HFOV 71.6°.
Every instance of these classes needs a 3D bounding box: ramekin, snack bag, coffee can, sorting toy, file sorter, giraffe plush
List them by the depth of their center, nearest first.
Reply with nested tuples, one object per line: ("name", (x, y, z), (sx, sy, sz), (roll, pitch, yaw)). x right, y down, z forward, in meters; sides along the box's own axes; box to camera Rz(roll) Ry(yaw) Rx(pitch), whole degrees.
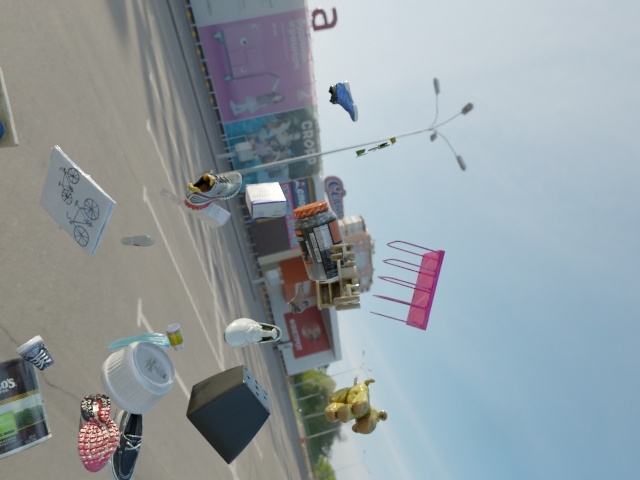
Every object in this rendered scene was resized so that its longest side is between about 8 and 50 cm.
("ramekin", (-0.541, 0.404, 1.347), (0.207, 0.109, 0.207), (50, 10, -12))
("coffee can", (-0.989, 0.525, 1.398), (0.201, 0.202, 0.275), (124, -51, -79))
("sorting toy", (-1.142, -0.416, 1.407), (0.089, 0.256, 0.256), (-131, -146, -77))
("giraffe plush", (0.137, 0.600, 1.551), (0.210, 0.182, 0.170), (-39, 105, -52))
("file sorter", (0.310, 0.160, 1.643), (0.202, 0.183, 0.290), (130, -24, -82))
("snack bag", (-0.973, -0.150, 1.758), (0.343, 0.037, 0.323), (42, -58, 8))

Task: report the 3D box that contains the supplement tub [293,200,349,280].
("supplement tub", (0.000, 0.000, 2.038), (0.207, 0.207, 0.337), (-143, -144, -77))

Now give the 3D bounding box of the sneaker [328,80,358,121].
("sneaker", (0.075, -0.481, 1.561), (0.058, 0.085, 0.151), (157, -84, -80))

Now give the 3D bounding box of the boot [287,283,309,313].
("boot", (-0.107, 0.265, 1.968), (0.118, 0.087, 0.042), (65, -8, -1))

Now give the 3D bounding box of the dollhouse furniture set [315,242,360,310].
("dollhouse furniture set", (0.056, 0.159, 1.637), (0.242, 0.161, 0.211), (77, 7, -61))

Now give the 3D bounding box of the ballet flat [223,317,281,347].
("ballet flat", (-0.312, 0.449, 2.167), (0.400, 0.139, 0.139), (25, 45, -65))

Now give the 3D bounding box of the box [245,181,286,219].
("box", (-0.198, -0.144, 1.604), (0.137, 0.126, 0.072), (-117, -155, -48))

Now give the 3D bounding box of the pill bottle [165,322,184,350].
("pill bottle", (-0.450, 0.302, 1.382), (0.043, 0.044, 0.083), (-121, -159, -64))

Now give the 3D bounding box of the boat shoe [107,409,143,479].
("boat shoe", (-0.769, 0.816, 1.787), (0.108, 0.102, 0.301), (32, 37, -38))

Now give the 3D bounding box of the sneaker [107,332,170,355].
("sneaker", (-0.666, 0.408, 1.656), (0.087, 0.229, 0.092), (-77, 157, -70))

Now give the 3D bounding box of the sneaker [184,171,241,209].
("sneaker", (-0.348, -0.181, 1.481), (0.088, 0.225, 0.092), (36, -45, 18))

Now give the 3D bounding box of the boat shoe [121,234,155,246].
("boat shoe", (-0.696, 0.002, 1.703), (0.038, 0.126, 0.046), (-131, -142, -86))

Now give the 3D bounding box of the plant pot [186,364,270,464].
("plant pot", (-0.246, 0.471, 1.261), (0.188, 0.167, 0.187), (56, -4, -11))

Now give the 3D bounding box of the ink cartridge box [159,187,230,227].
("ink cartridge box", (-0.449, -0.130, 1.584), (0.232, 0.066, 0.189), (39, -16, -19))

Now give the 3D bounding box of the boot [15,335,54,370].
("boot", (-0.822, 0.333, 1.297), (0.086, 0.069, 0.190), (53, -26, -4))

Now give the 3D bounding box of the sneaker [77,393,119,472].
("sneaker", (-0.730, 0.637, 1.457), (0.299, 0.121, 0.111), (40, -61, 58))

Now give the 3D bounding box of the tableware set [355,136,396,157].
("tableware set", (0.196, -0.335, 1.585), (0.104, 0.154, 0.024), (-118, -171, -87))
